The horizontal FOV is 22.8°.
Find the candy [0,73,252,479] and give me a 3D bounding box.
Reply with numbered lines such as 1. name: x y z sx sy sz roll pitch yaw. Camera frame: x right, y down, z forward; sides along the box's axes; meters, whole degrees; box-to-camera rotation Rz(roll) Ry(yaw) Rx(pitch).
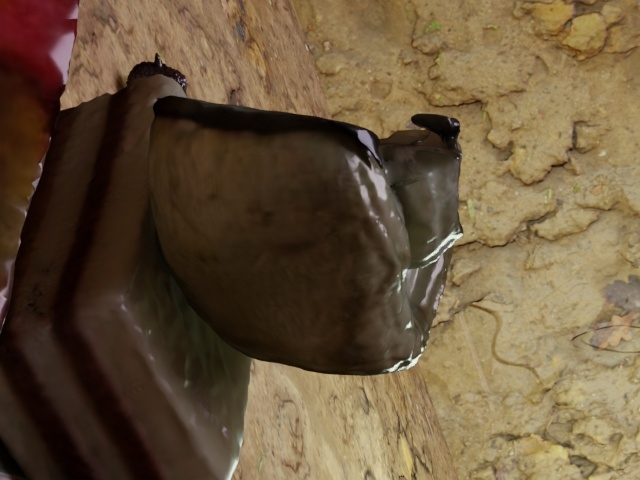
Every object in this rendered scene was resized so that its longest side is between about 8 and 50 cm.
1. candy: -0.132 0.033 1.081 0.321 0.135 0.179 -89 157 -59

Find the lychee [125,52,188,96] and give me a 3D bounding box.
1. lychee: -0.169 -0.153 1.648 0.067 0.068 0.083 -45 134 -78

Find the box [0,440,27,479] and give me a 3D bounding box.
1. box: -0.232 0.019 1.080 0.180 0.047 0.325 42 31 -69

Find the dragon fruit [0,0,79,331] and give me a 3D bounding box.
1. dragon fruit: -0.234 -0.025 0.479 0.249 0.371 0.386 20 42 -30

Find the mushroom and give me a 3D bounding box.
1. mushroom: -0.008 0.000 0.980 0.267 0.189 0.164 -36 130 -86
